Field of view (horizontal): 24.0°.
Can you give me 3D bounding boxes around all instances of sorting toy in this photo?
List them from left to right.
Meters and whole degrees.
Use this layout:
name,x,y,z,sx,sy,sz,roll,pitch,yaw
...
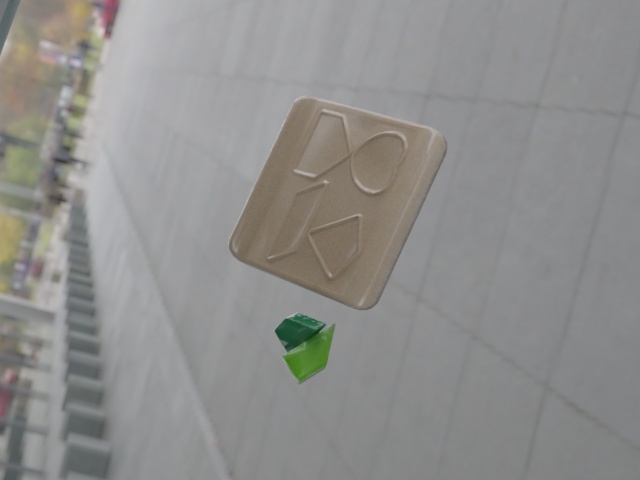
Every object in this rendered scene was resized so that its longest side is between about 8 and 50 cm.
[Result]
name,x,y,z,sx,sy,sz,roll,pitch,yaw
sorting toy,0.000,0.000,0.451,0.062,0.012,0.083,21,85,43

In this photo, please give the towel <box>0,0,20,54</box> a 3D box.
name,x,y,z,sx,sy,sz,roll,pitch,yaw
towel,-0.134,-0.047,0.315,0.320,0.090,0.374,-79,14,-68
